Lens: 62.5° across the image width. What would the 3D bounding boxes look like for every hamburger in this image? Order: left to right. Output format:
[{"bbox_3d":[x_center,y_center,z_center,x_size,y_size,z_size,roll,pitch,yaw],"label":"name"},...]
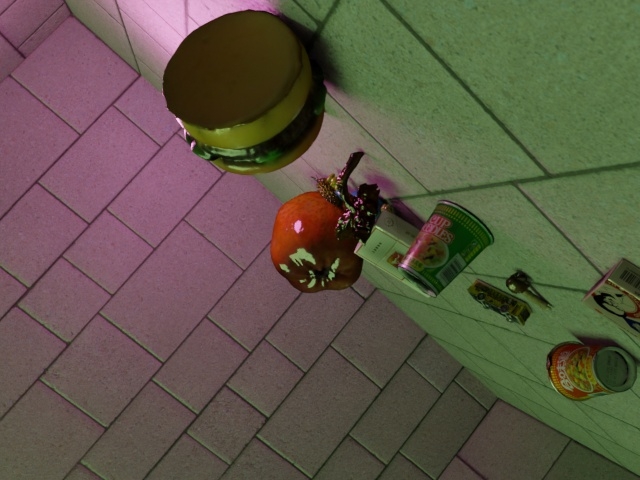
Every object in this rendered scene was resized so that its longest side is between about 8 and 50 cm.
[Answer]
[{"bbox_3d":[-0.193,-0.365,1.370,0.396,0.395,0.277,37,171,25],"label":"hamburger"}]

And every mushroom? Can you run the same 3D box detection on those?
[{"bbox_3d":[0.632,0.157,1.589,0.187,0.061,0.060,31,-170,-24],"label":"mushroom"}]

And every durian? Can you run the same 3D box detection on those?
[{"bbox_3d":[0.044,-0.208,2.220,0.215,0.086,0.100,38,-174,0],"label":"durian"}]

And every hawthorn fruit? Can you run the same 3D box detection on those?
[{"bbox_3d":[0.000,0.000,2.351,0.472,0.472,0.472,40,172,7],"label":"hawthorn fruit"}]

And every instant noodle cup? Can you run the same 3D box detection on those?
[{"bbox_3d":[0.353,0.037,1.538,0.207,0.232,0.207,39,172,6],"label":"instant noodle cup"},{"bbox_3d":[0.814,0.386,1.574,0.193,0.193,0.212,40,165,6],"label":"instant noodle cup"}]

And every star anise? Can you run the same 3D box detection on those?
[{"bbox_3d":[0.122,-0.132,1.749,0.237,0.148,0.346,-96,5,-53],"label":"star anise"}]

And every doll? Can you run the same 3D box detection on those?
[{"bbox_3d":[0.172,-0.113,2.033,0.346,0.098,0.341,34,170,21],"label":"doll"}]

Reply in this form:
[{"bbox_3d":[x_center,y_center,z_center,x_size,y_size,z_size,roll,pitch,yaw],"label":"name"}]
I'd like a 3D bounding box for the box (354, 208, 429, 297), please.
[{"bbox_3d":[0.308,0.051,1.880,0.330,0.095,0.210,32,145,-1],"label":"box"}]

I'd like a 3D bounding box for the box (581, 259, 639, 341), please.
[{"bbox_3d":[0.758,0.193,1.123,0.353,0.069,0.214,39,172,22],"label":"box"}]

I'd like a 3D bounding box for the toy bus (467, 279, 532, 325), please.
[{"bbox_3d":[0.623,0.219,1.849,0.081,0.074,0.226,48,170,-36],"label":"toy bus"}]
